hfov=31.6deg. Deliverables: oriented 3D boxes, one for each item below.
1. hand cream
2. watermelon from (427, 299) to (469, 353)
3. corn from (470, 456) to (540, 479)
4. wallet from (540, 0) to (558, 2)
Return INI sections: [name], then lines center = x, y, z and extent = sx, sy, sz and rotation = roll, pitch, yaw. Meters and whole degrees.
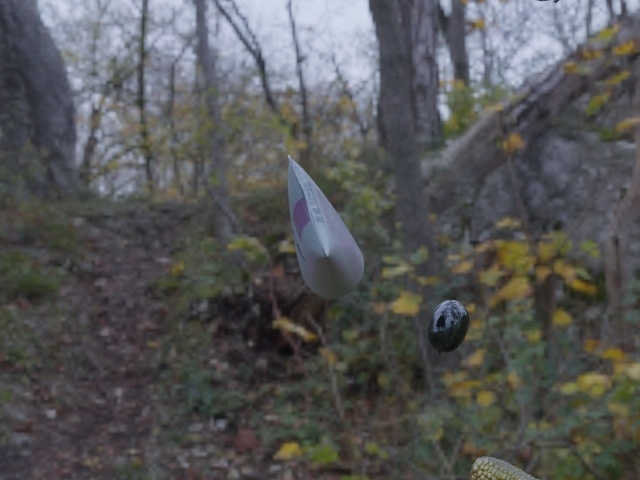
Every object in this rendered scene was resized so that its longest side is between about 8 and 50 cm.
[hand cream]
center = 0.000, 0.000, 1.960
extent = 0.118, 0.185, 0.358
rotation = -19, -21, 2
[watermelon]
center = 0.250, 0.171, 2.220
extent = 0.078, 0.110, 0.078
rotation = 20, -8, 3
[corn]
center = 0.428, 0.516, 2.246
extent = 0.292, 0.101, 0.101
rotation = 26, 5, 30
[wallet]
center = 0.174, -0.278, 1.155
extent = 0.176, 0.026, 0.095
rotation = 18, 39, 30
